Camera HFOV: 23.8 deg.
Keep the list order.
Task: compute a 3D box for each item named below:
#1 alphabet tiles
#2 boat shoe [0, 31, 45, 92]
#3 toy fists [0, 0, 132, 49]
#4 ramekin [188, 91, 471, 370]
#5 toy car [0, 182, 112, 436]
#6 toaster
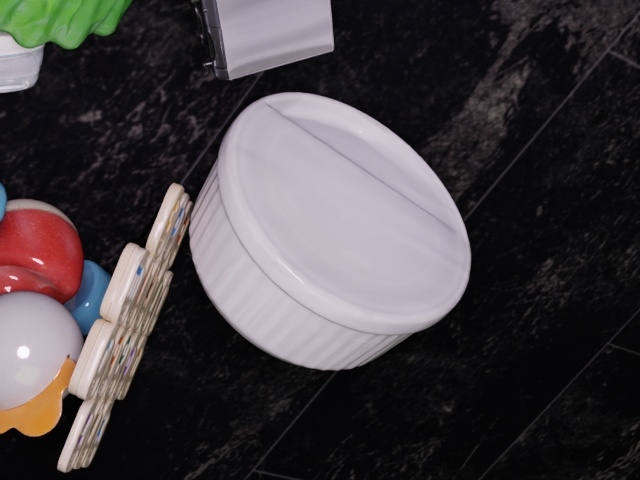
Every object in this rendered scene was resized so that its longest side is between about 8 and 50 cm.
[{"bbox_3d":[-0.184,0.082,1.428,0.021,0.284,0.278,22,84,2],"label":"alphabet tiles"},{"bbox_3d":[-0.341,-0.144,1.268,0.227,0.079,0.081,-8,129,-22],"label":"boat shoe"},{"bbox_3d":[-0.272,-0.243,1.198,0.279,0.096,0.142,15,113,-33],"label":"toy fists"},{"bbox_3d":[0.000,0.000,1.439,0.272,0.273,0.127,11,138,-32],"label":"ramekin"},{"bbox_3d":[-0.299,0.095,1.398,0.210,0.238,0.219,-34,135,9],"label":"toy car"},{"bbox_3d":[-0.063,-0.238,1.231,0.110,0.186,0.168,-14,135,-5],"label":"toaster"}]
